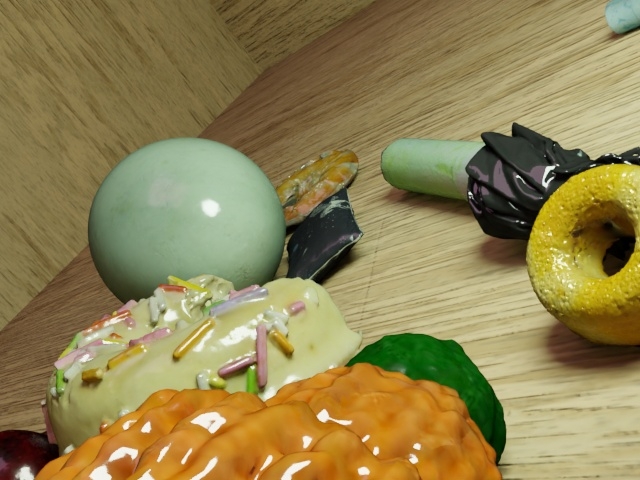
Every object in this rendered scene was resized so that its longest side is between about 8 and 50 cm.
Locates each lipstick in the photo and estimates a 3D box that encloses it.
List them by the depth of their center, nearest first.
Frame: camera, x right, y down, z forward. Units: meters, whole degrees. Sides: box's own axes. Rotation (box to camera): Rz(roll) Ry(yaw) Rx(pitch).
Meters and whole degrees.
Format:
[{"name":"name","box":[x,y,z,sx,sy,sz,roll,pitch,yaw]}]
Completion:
[{"name":"lipstick","box":[0.161,-0.091,1.108,0.076,0.076,0.304,-42,17,-10]},{"name":"lipstick","box":[0.446,-0.315,1.135,0.158,0.048,0.048,-17,28,51]}]

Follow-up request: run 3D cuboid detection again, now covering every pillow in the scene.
[{"name":"pillow","box":[0.000,0.000,1.237,0.141,0.055,0.208,-42,16,13]}]

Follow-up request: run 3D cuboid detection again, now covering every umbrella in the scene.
[{"name":"umbrella","box":[0.249,-0.036,0.775,0.118,0.118,0.340,-43,26,-14]}]

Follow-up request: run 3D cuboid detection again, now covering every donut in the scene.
[{"name":"donut","box":[0.221,0.007,0.660,0.152,0.058,0.152,-30,50,44]},{"name":"donut","box":[-0.151,0.140,0.957,0.307,0.150,0.371,-30,13,-24]}]

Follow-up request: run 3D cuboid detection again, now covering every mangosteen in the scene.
[{"name":"mangosteen","box":[-0.334,0.295,1.005,0.200,0.200,0.200,-35,17,13]}]

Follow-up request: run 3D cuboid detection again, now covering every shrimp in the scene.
[{"name":"shrimp","box":[-0.060,-0.048,1.479,0.317,0.062,0.164,-39,20,-7]}]

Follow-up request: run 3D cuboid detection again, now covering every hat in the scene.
[{"name":"hat","box":[0.029,0.175,0.495,0.285,0.285,0.400,-21,5,45]}]

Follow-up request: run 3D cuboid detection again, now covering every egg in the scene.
[{"name":"egg","box":[-0.197,-0.013,1.298,0.276,0.276,0.389,-44,16,-17]}]
